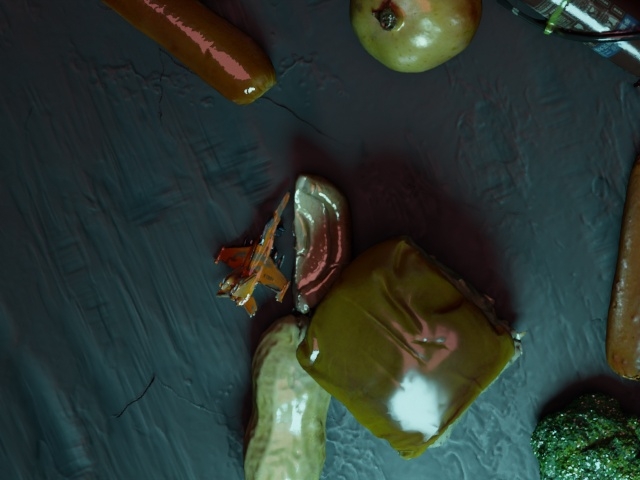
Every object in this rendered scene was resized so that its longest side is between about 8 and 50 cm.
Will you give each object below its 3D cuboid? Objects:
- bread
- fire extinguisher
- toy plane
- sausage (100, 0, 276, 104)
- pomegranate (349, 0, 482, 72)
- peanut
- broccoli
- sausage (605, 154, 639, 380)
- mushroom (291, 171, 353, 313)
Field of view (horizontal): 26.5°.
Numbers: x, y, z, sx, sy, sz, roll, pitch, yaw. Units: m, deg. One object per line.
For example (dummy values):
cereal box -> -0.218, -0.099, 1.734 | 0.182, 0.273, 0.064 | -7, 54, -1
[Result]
bread -> 0.122, 0.147, 1.917 | 0.279, 0.225, 0.250 | 40, 98, 0
fire extinguisher -> 0.373, -0.306, 1.874 | 0.341, 0.141, 0.105 | 32, 58, -13
toy plane -> -0.083, 0.016, 1.991 | 0.135, 0.062, 0.188 | 26, 80, 29
sausage -> -0.192, -0.302, 1.930 | 0.300, 0.083, 0.089 | 36, 112, -2
pomegranate -> 0.125, -0.323, 1.857 | 0.191, 0.191, 0.191 | 1, 100, 3
peanut -> -0.047, 0.252, 1.996 | 0.130, 0.130, 0.290 | 7, 93, 2
broccoli -> 0.399, 0.312, 1.970 | 0.156, 0.195, 0.195 | 31, 102, -37
sausage -> 0.471, 0.036, 1.945 | 0.102, 0.102, 0.330 | 7, 101, 2
mushroom -> 0.000, 0.001, 1.976 | 0.094, 0.072, 0.210 | -1, 103, 5
